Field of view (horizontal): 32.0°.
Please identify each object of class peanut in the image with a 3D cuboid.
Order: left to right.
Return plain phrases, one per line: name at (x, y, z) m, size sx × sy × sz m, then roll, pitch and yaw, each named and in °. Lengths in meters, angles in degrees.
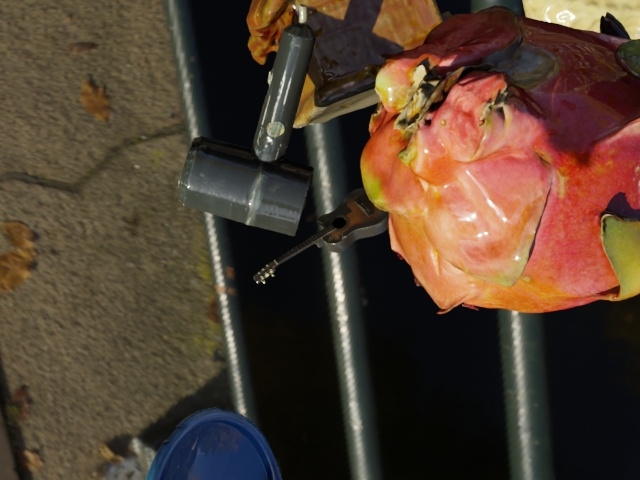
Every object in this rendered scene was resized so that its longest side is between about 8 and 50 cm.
peanut at (0.420, -0.324, 1.511) m, size 0.313 × 0.152 × 0.152 m, roll -2°, pitch 101°, yaw -19°

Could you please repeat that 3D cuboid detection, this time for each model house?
model house at (0.024, -0.264, 1.242) m, size 0.219 × 0.199 × 0.229 m, roll -20°, pitch 94°, yaw -6°

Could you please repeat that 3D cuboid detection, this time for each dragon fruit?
dragon fruit at (0.179, -0.099, 0.993) m, size 0.305 × 0.305 × 0.226 m, roll -41°, pitch 137°, yaw -21°

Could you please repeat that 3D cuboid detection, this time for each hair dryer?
hair dryer at (-0.052, -0.119, 1.054) m, size 0.124 × 0.071 × 0.219 m, roll 17°, pitch 110°, yaw -4°

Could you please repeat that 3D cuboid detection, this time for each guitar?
guitar at (0.000, 0.000, 1.684) m, size 0.233 × 0.088 × 0.025 m, roll -32°, pitch 137°, yaw -9°

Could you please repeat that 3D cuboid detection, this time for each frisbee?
frisbee at (-0.120, 0.302, 1.198) m, size 0.242 × 0.045 × 0.242 m, roll 14°, pitch 73°, yaw -55°
